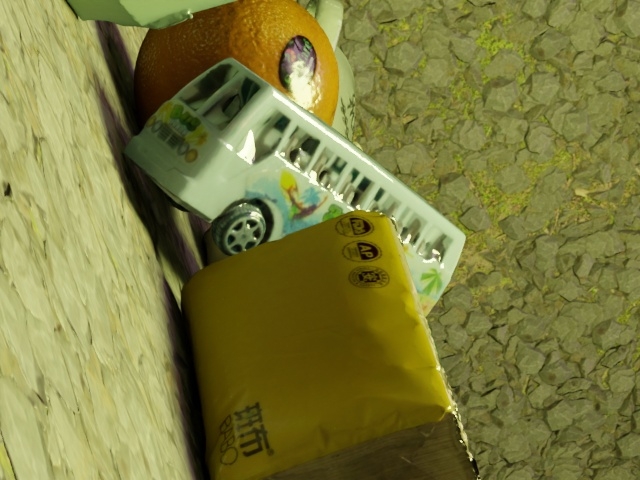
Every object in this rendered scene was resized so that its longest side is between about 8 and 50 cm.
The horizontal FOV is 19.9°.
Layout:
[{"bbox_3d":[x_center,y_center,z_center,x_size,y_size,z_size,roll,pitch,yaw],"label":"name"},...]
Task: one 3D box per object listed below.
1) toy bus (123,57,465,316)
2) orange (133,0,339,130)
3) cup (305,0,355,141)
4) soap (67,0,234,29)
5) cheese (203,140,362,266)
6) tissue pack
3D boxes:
[{"bbox_3d":[-0.013,-0.030,1.563,0.330,0.136,0.109,34,5,-45],"label":"toy bus"},{"bbox_3d":[-0.076,-0.134,1.652,0.206,0.206,0.206,-20,90,-87],"label":"orange"},{"bbox_3d":[-0.036,-0.155,2.123,0.234,0.186,0.258,-92,-157,-58],"label":"cup"},{"bbox_3d":[-0.108,-0.265,1.479,0.091,0.231,0.145,60,10,-74],"label":"soap"},{"bbox_3d":[0.000,0.000,1.848,0.127,0.233,0.266,60,-2,13],"label":"cheese"},{"bbox_3d":[0.002,0.114,1.396,0.271,0.192,0.134,-106,177,-56],"label":"tissue pack"}]
